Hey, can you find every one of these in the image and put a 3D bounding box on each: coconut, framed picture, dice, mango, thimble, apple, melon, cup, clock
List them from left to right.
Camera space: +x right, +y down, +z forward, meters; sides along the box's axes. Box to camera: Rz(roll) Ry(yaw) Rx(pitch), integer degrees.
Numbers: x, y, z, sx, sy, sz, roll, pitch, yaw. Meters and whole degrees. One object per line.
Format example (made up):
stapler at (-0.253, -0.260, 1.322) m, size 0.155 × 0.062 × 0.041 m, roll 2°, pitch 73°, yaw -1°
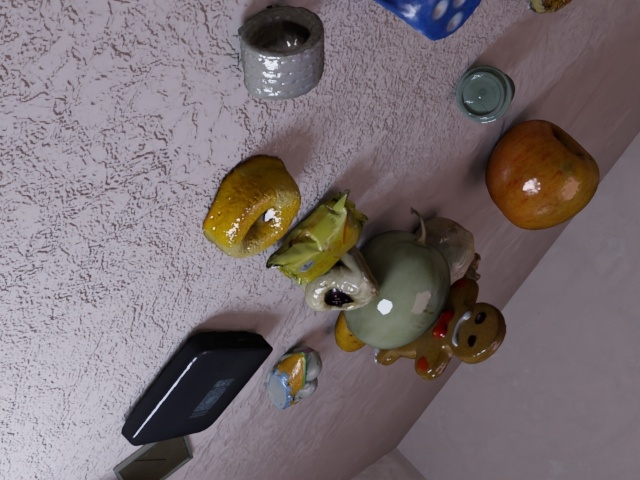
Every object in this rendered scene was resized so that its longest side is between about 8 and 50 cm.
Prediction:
framed picture at (-0.394, 0.534, 1.652) m, size 0.184 × 0.016 × 0.250 m, roll -35°, pitch 153°, yaw -24°
thimble at (-0.050, -0.249, 0.926) m, size 0.115 × 0.102 × 0.090 m, roll -10°, pitch 147°, yaw -8°
clock at (-0.063, 0.361, 1.824) m, size 0.144 × 0.103 × 0.231 m, roll -33°, pitch 154°, yaw -31°
mango at (0.105, 0.231, 1.889) m, size 0.147 × 0.109 × 0.227 m, roll -38°, pitch 156°, yaw -28°
melon at (0.182, 0.118, 1.670) m, size 0.272 × 0.272 × 0.308 m, roll -26°, pitch 151°, yaw -38°
dice at (0.149, -0.385, 0.987) m, size 0.146 × 0.146 × 0.143 m, roll -55°, pitch 153°, yaw 17°
coconut at (0.328, 0.027, 1.868) m, size 0.194 × 0.194 × 0.194 m, roll -37°, pitch 154°, yaw -22°
cup at (0.367, -0.317, 1.489) m, size 0.141 × 0.120 × 0.120 m, roll -23°, pitch 147°, yaw -57°
apple at (0.580, -0.167, 1.851) m, size 0.275 × 0.299 × 0.299 m, roll -44°, pitch 160°, yaw 30°

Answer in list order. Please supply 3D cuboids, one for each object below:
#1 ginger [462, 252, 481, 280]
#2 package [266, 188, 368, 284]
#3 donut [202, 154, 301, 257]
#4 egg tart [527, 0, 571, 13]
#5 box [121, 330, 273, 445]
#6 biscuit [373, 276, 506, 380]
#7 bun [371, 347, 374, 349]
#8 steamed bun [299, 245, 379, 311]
ginger at (0.377, 0.097, 2.040) m, size 0.219 × 0.123 × 0.270 m, roll -27°, pitch 174°, yaw -14°
package at (0.000, 0.000, 1.392) m, size 0.226 × 0.090 × 0.168 m, roll -46°, pitch 154°, yaw 2°
donut at (-0.109, -0.047, 1.166) m, size 0.190 × 0.075 × 0.174 m, roll -52°, pitch 155°, yaw 12°
egg tart at (0.468, -0.549, 1.319) m, size 0.234 × 0.094 × 0.234 m, roll -39°, pitch 157°, yaw -20°
box at (-0.256, 0.314, 1.476) m, size 0.289 × 0.073 × 0.290 m, roll -52°, pitch 156°, yaw 11°
biscuit at (0.293, 0.210, 1.731) m, size 0.064 × 0.432 × 0.282 m, roll 34°, pitch 76°, yaw -23°
bun at (0.192, 0.235, 2.036) m, size 0.222 × 0.128 × 0.222 m, roll -45°, pitch 143°, yaw -48°
steamed bun at (0.030, 0.086, 1.515) m, size 0.155 × 0.172 × 0.141 m, roll -31°, pitch 146°, yaw 7°
